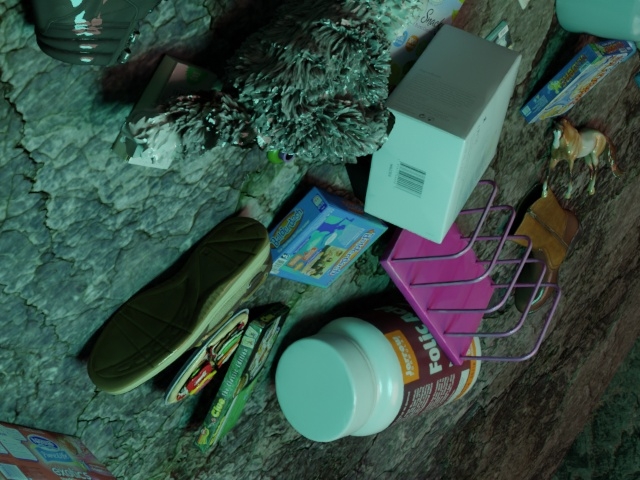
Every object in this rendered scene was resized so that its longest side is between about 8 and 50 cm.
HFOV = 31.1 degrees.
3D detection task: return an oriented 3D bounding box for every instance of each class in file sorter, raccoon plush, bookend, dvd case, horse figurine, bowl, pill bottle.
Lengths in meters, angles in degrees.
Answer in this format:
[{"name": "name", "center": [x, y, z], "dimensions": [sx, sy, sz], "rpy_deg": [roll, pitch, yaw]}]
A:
[{"name": "file sorter", "center": [0.283, 0.057, 2.079], "dimensions": [0.291, 0.182, 0.202], "rpy_deg": [53, 50, -31]}, {"name": "raccoon plush", "center": [-0.024, -0.258, 1.444], "dimensions": [0.446, 0.216, 0.299], "rpy_deg": [-26, 135, -50]}, {"name": "bookend", "center": [0.121, -0.147, 1.916], "dimensions": [0.157, 0.072, 0.156], "rpy_deg": [-44, 149, -15]}, {"name": "dvd case", "center": [0.309, -0.324, 2.044], "dimensions": [0.087, 0.013, 0.119], "rpy_deg": [-46, 151, -10]}, {"name": "horse figurine", "center": [0.560, -0.182, 2.473], "dimensions": [0.263, 0.066, 0.175], "rpy_deg": [-8, 108, -40]}, {"name": "bowl", "center": [0.593, -0.489, 2.110], "dimensions": [0.311, 0.163, 0.312], "rpy_deg": [-35, 147, -27]}, {"name": "pill bottle", "center": [0.112, 0.240, 2.171], "dimensions": [0.392, 0.224, 0.224], "rpy_deg": [-11, 131, -50]}]

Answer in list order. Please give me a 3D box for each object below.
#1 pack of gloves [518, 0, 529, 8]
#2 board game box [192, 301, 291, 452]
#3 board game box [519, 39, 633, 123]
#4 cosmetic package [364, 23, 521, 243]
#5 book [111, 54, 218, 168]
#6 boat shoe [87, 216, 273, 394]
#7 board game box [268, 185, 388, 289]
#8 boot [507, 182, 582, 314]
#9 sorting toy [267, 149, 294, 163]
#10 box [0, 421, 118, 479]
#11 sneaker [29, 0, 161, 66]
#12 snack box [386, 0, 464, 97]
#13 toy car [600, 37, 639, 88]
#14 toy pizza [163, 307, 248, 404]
[{"name": "pack of gloves", "center": [0.333, -0.514, 1.863], "dimensions": [0.195, 0.046, 0.232], "rpy_deg": [-62, 154, -4]}, {"name": "board game box", "center": [-0.135, 0.234, 1.980], "dimensions": [0.260, 0.030, 0.136], "rpy_deg": [-64, 170, 20]}, {"name": "board game box", "center": [0.492, -0.308, 2.218], "dimensions": [0.136, 0.035, 0.201], "rpy_deg": [-18, 159, -44]}, {"name": "cosmetic package", "center": [0.185, -0.161, 1.740], "dimensions": [0.225, 0.138, 0.224], "rpy_deg": [-56, 163, -37]}, {"name": "book", "center": [-0.200, -0.165, 1.499], "dimensions": [0.144, 0.035, 0.096], "rpy_deg": [-60, 153, 12]}, {"name": "boat shoe", "center": [-0.196, 0.115, 1.721], "dimensions": [0.342, 0.123, 0.123], "rpy_deg": [-47, 149, -21]}, {"name": "board game box", "center": [0.000, 0.000, 1.902], "dimensions": [0.160, 0.047, 0.210], "rpy_deg": [-45, 152, 14]}, {"name": "boot", "center": [0.481, 0.027, 2.580], "dimensions": [0.264, 0.096, 0.280], "rpy_deg": [-54, 149, 5]}, {"name": "sorting toy", "center": [-0.034, -0.151, 1.727], "dimensions": [0.102, 0.042, 0.061], "rpy_deg": [-50, 150, -2]}, {"name": "box", "center": [-0.429, 0.359, 1.627], "dimensions": [0.142, 0.154, 0.300], "rpy_deg": [-53, 152, 2]}, {"name": "sneaker", "center": [-0.203, -0.283, 1.299], "dimensions": [0.295, 0.104, 0.147], "rpy_deg": [-19, 139, -35]}, {"name": "snack box", "center": [0.115, -0.322, 1.722], "dimensions": [0.174, 0.070, 0.207], "rpy_deg": [6, 116, -56]}, {"name": "toy car", "center": [0.704, -0.416, 2.374], "dimensions": [0.219, 0.210, 0.238], "rpy_deg": [-41, 180, 6]}, {"name": "toy pizza", "center": [-0.175, 0.192, 1.844], "dimensions": [0.201, 0.032, 0.201], "rpy_deg": [-49, 172, -9]}]
